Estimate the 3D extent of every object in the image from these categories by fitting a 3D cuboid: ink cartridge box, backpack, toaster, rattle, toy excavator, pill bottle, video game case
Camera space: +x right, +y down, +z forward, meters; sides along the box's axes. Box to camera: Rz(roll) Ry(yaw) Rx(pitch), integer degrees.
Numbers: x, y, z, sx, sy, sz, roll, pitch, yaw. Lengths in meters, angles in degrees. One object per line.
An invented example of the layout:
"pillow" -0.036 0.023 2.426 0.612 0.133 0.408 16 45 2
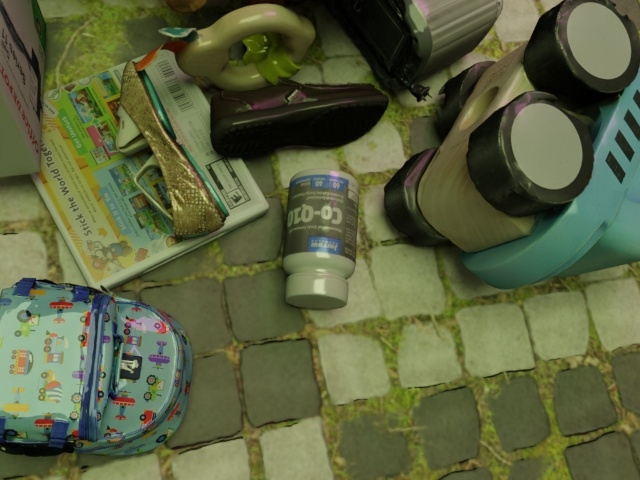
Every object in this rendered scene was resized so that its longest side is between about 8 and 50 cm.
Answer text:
"ink cartridge box" -0.327 -0.183 0.669 0.086 0.153 0.208 -6 62 -8
"backpack" -0.203 0.119 0.635 0.173 0.117 0.158 10 70 -12
"toaster" 0.114 -0.288 0.839 0.146 0.129 0.227 -30 78 -22
"rattle" -0.114 -0.244 0.762 0.199 0.130 0.143 -7 83 -29
"toy excavator" 0.360 -0.075 0.800 0.445 0.222 0.433 38 67 -12
"pill bottle" 0.000 0.000 0.739 0.078 0.078 0.137 7 70 -10
"video game case" -0.199 -0.083 0.754 0.206 0.026 0.227 -28 80 -20

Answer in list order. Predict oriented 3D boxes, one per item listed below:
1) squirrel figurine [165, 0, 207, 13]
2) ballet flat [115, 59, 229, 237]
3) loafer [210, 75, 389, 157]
"squirrel figurine" -0.224 -0.493 0.750 0.370 0.281 0.397 19 62 24
"ballet flat" -0.169 -0.091 0.715 0.067 0.073 0.206 -30 76 -5
"loafer" -0.024 -0.153 0.780 0.220 0.080 0.078 -11 65 -27
